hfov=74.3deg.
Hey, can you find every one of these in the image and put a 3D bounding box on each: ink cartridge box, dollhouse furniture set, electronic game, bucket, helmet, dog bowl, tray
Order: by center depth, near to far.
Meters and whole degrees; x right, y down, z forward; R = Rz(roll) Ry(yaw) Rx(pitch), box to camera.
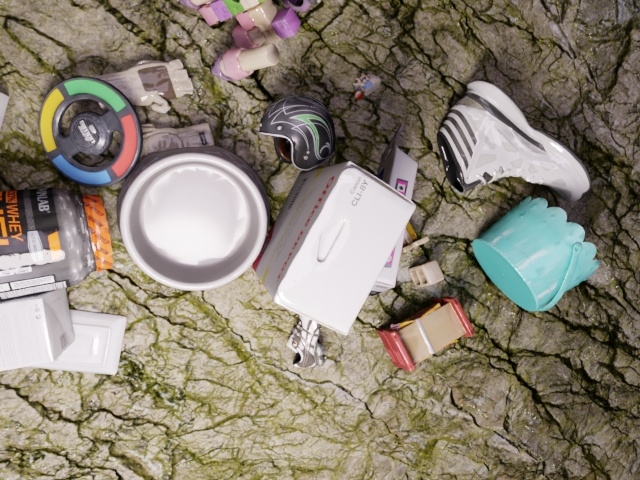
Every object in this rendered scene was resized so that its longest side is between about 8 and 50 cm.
[{"bbox_3d":[-0.489,-0.227,0.897,0.229,0.048,0.229,2,104,6],"label":"electronic game"},{"bbox_3d":[0.000,0.000,0.910,0.160,0.385,0.279,28,89,-16],"label":"ink cartridge box"},{"bbox_3d":[-0.280,-0.046,0.957,0.349,0.102,0.348,-4,106,-16],"label":"dog bowl"},{"bbox_3d":[-0.598,0.228,0.961,0.270,0.030,0.145,11,94,-16],"label":"tray"},{"bbox_3d":[0.154,-0.063,0.986,0.069,0.176,0.371,12,76,-4],"label":"ink cartridge box"},{"bbox_3d":[-0.053,-0.258,0.986,0.169,0.169,0.161,-31,118,-10],"label":"helmet"},{"bbox_3d":[0.559,0.042,1.127,0.183,0.281,0.281,-36,104,1],"label":"bucket"},{"bbox_3d":[0.219,0.131,1.129,0.201,0.152,0.374,-25,84,-11],"label":"dollhouse furniture set"}]

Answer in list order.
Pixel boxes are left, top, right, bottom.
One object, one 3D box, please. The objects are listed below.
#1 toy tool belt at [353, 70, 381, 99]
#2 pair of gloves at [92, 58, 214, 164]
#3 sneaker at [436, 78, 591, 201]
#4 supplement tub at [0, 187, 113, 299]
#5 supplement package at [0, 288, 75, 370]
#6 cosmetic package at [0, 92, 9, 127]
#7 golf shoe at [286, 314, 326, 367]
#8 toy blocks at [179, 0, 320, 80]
[{"bbox_3d":[0.110,-0.397,1.077,0.083,0.052,0.051,-37,72,-12],"label":"toy tool belt"},{"bbox_3d":[-0.371,-0.282,0.961,0.204,0.042,0.240,-24,104,-15],"label":"pair of gloves"},{"bbox_3d":[0.500,-0.197,1.160,0.447,0.169,0.257,38,94,-7],"label":"sneaker"},{"bbox_3d":[-0.602,0.008,0.819,0.338,0.207,0.207,-11,99,-32],"label":"supplement tub"},{"bbox_3d":[-0.659,0.183,0.852,0.244,0.139,0.134,-8,97,-13],"label":"supplement package"},{"bbox_3d":[-0.775,-0.224,0.809,0.224,0.138,0.224,17,93,-16],"label":"cosmetic package"},{"bbox_3d":[-0.044,0.237,1.085,0.094,0.077,0.198,-11,97,-13],"label":"golf shoe"},{"bbox_3d":[-0.202,-0.541,0.909,0.288,0.260,0.309,50,55,-42],"label":"toy blocks"}]
